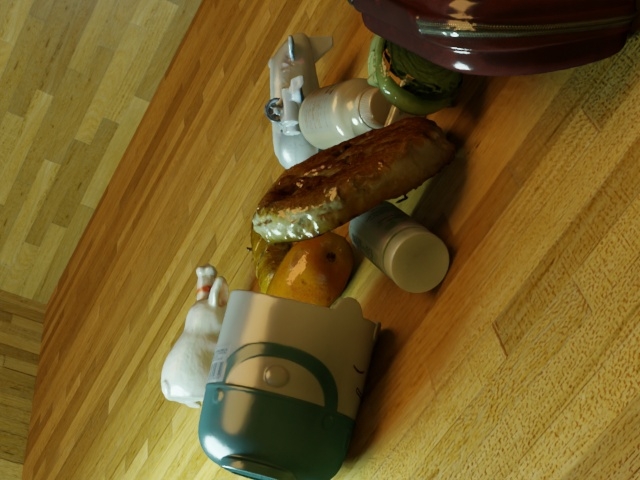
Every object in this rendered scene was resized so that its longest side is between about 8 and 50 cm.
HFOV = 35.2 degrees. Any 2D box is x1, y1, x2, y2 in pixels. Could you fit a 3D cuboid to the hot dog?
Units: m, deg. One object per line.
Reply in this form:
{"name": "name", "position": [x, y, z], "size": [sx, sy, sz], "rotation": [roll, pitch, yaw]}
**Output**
{"name": "hot dog", "position": [-0.091, 0.017, 1.893], "size": [0.088, 0.061, 0.286], "rotation": [-48, 29, 17]}

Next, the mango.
{"name": "mango", "position": [-0.034, 0.075, 1.641], "size": [0.217, 0.102, 0.141], "rotation": [-55, 30, 33]}

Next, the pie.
{"name": "pie", "position": [0.037, -0.084, 1.444], "size": [0.315, 0.092, 0.315], "rotation": [-25, 12, 6]}

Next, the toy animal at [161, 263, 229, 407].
{"name": "toy animal", "position": [-0.203, 0.183, 1.908], "size": [0.140, 0.138, 0.282], "rotation": [-17, 47, 53]}

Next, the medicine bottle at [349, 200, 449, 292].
{"name": "medicine bottle", "position": [0.106, 0.005, 1.411], "size": [0.086, 0.086, 0.183], "rotation": [-65, 23, 9]}

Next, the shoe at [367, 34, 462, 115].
{"name": "shoe", "position": [0.142, -0.259, 1.472], "size": [0.128, 0.140, 0.262], "rotation": [110, 173, -46]}

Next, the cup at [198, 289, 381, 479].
{"name": "cup", "position": [-0.047, 0.216, 1.439], "size": [0.289, 0.219, 0.257], "rotation": [81, -157, -73]}

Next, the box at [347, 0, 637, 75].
{"name": "box", "position": [0.203, -0.296, 1.250], "size": [0.404, 0.263, 0.108], "rotation": [-133, 35, -61]}

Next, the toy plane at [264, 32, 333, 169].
{"name": "toy plane", "position": [-0.039, -0.260, 1.900], "size": [0.267, 0.123, 0.266], "rotation": [1, -90, -85]}

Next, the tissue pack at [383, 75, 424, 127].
{"name": "tissue pack", "position": [0.135, -0.196, 1.569], "size": [0.023, 0.056, 0.108], "rotation": [14, 82, 68]}

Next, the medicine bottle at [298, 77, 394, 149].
{"name": "medicine bottle", "position": [0.056, -0.213, 1.686], "size": [0.252, 0.114, 0.114], "rotation": [5, 74, 67]}
